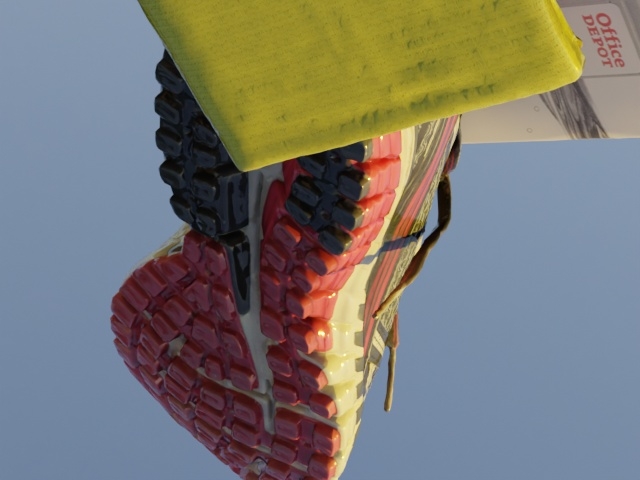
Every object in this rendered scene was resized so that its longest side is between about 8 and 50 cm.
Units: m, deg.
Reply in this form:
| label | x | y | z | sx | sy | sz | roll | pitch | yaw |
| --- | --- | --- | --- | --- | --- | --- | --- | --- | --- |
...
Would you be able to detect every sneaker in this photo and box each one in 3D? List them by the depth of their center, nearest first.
| label | x | y | z | sx | sy | sz | roll | pitch | yaw |
| --- | --- | --- | --- | --- | --- | --- | --- | --- | --- |
| sneaker | 0.000 | 0.000 | 0.722 | 0.121 | 0.299 | 0.112 | 37 | -128 | 14 |

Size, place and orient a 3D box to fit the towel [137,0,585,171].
| label | x | y | z | sx | sy | sz | roll | pitch | yaw |
| --- | --- | --- | --- | --- | --- | --- | --- | --- | --- |
| towel | -0.031 | -0.120 | 0.395 | 0.102 | 0.237 | 0.021 | -12 | -146 | 30 |

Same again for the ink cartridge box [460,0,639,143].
| label | x | y | z | sx | sy | sz | roll | pitch | yaw |
| --- | --- | --- | --- | --- | --- | --- | --- | --- | --- |
| ink cartridge box | 0.111 | -0.149 | 0.774 | 0.283 | 0.117 | 0.207 | 0 | -136 | 33 |
